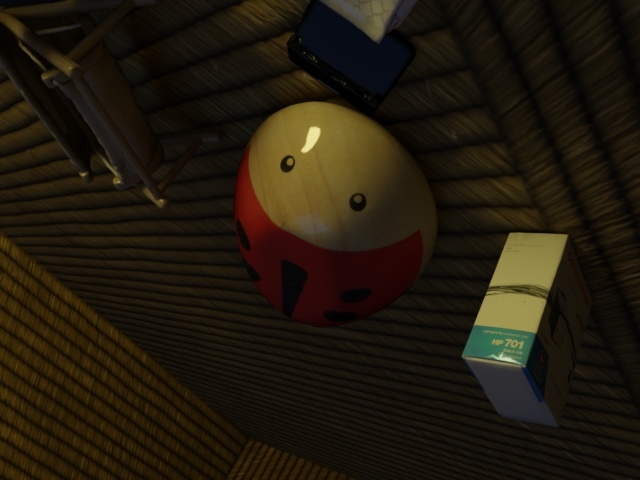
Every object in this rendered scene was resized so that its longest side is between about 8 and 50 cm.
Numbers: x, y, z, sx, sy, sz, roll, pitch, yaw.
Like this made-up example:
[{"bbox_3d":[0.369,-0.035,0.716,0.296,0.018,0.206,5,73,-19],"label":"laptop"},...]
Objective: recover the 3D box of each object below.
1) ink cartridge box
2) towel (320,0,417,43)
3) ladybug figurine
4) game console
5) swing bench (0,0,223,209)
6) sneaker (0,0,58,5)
[{"bbox_3d":[0.260,0.105,0.752,0.082,0.191,0.140,2,141,42],"label":"ink cartridge box"},{"bbox_3d":[-0.026,-0.322,0.452,0.331,0.053,0.317,34,162,-4],"label":"towel"},{"bbox_3d":[0.000,0.000,0.880,0.305,0.162,0.449,26,152,12],"label":"ladybug figurine"},{"bbox_3d":[0.031,-0.205,0.678,0.122,0.071,0.107,35,-178,-4],"label":"game console"},{"bbox_3d":[-0.316,-0.206,0.869,0.254,0.165,0.253,17,149,28],"label":"swing bench"},{"bbox_3d":[-0.315,-0.380,0.590,0.236,0.130,0.323,-13,147,0],"label":"sneaker"}]
